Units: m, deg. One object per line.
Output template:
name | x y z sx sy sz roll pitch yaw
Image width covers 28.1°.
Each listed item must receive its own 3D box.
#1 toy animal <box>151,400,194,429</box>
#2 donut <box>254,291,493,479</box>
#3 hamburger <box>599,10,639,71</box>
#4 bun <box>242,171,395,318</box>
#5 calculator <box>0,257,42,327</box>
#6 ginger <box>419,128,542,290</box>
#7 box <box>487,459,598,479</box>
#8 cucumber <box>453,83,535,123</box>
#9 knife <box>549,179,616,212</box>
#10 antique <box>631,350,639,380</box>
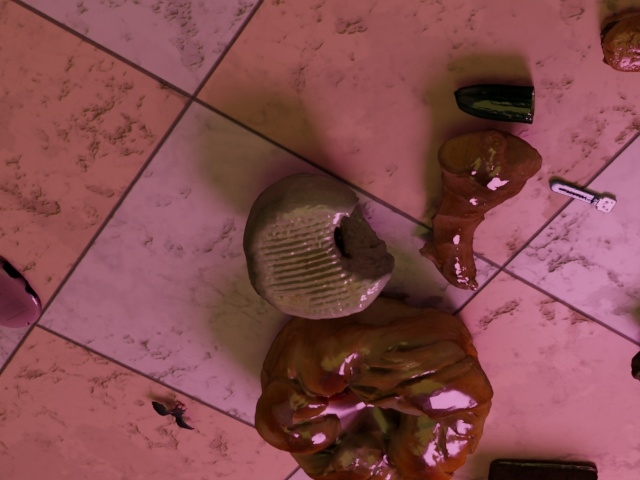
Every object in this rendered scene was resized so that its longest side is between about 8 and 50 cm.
toy animal | -0.224 0.271 2.022 0.084 0.028 0.050 34 126 -19
donut | 0.083 0.228 1.871 0.360 0.170 0.360 2 133 2
hamburger | 0.377 -0.237 1.530 0.083 0.044 0.076 -11 129 10
bun | 0.000 0.000 1.709 0.203 0.126 0.212 5 123 1
calculator | -0.480 0.071 1.876 0.103 0.024 0.166 -26 124 25
ginger | 0.206 -0.042 1.692 0.131 0.086 0.294 -1 139 -6
box | 0.358 0.502 2.096 0.184 0.143 0.273 3 132 2
cucumber | 0.218 -0.172 1.595 0.105 0.048 0.048 4 131 2
knife | 0.349 -0.059 1.704 0.096 0.010 0.027 19 129 -11
antique | 0.568 0.204 1.827 0.256 0.143 0.121 22 131 -10
